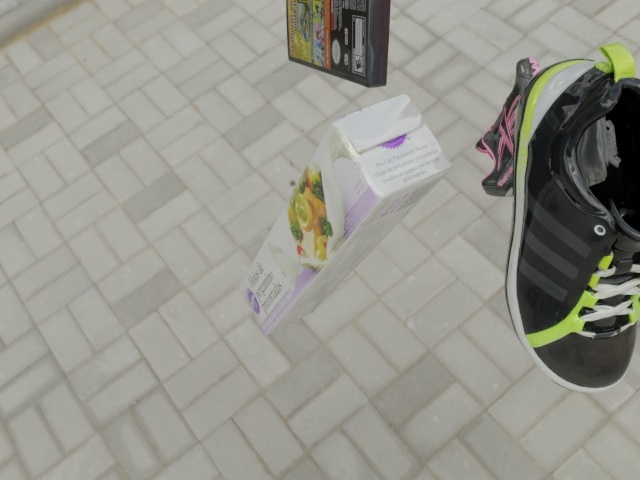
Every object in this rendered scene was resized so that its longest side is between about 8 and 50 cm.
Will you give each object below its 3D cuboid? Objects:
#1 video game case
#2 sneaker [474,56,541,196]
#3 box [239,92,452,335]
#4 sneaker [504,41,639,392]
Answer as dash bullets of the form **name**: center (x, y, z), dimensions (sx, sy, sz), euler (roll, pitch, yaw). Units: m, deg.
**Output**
- **video game case**: center (0.018, -0.366, 0.879), dimensions (0.035, 0.274, 0.248), euler (-13, 27, -25)
- **sneaker**: center (0.149, -0.087, 0.509), dimensions (0.057, 0.047, 0.119), euler (-1, 75, 29)
- **box**: center (0.000, 0.000, 0.546), dimensions (0.067, 0.324, 0.063), euler (-23, 76, -25)
- **sneaker**: center (0.167, 0.002, 0.400), dimensions (0.084, 0.234, 0.097), euler (-15, 17, -7)
